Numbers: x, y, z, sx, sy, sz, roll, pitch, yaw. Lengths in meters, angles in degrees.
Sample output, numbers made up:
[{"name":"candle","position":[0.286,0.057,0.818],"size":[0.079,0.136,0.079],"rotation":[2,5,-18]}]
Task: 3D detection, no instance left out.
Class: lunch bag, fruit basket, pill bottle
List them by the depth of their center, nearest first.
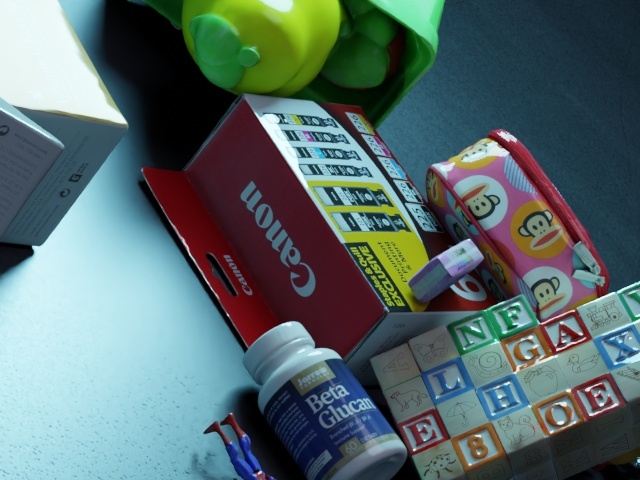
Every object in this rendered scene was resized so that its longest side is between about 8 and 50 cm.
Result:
[{"name":"pill bottle","position":[-0.001,0.162,1.790],"size":[0.094,0.094,0.169],"rotation":[-3,50,-53]},{"name":"lunch bag","position":[0.228,0.039,2.088],"size":[0.258,0.120,0.293],"rotation":[56,-8,23]},{"name":"fruit basket","position":[-0.058,-0.256,2.148],"size":[0.392,0.283,0.392],"rotation":[12,60,-20]}]

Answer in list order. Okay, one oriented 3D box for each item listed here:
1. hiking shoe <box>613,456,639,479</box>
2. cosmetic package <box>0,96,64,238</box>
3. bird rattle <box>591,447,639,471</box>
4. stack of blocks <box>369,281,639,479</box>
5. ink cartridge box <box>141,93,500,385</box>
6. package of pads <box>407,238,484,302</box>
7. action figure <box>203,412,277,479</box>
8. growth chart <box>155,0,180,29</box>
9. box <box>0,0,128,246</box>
[{"name":"hiking shoe","position":[0.410,0.281,2.144],"size":[0.304,0.113,0.132],"rotation":[47,-18,42]},{"name":"cosmetic package","position":[-0.352,-0.048,1.405],"size":[0.224,0.224,0.138],"rotation":[34,2,41]},{"name":"bird rattle","position":[0.320,0.189,2.000],"size":[0.253,0.143,0.207],"rotation":[9,-2,38]},{"name":"stack of blocks","position":[0.219,0.146,1.880],"size":[0.087,0.297,0.171],"rotation":[68,-1,-50]},{"name":"ink cartridge box","position":[0.000,0.000,1.991],"size":[0.272,0.130,0.309],"rotation":[1,47,-50]},{"name":"package of pads","position":[0.127,0.031,1.911],"size":[0.032,0.050,0.083],"rotation":[53,31,6]},{"name":"action figure","position":[-0.062,0.213,1.712],"size":[0.115,0.030,0.038],"rotation":[53,35,13]},{"name":"growth chart","position":[-0.103,-0.275,2.360],"size":[0.237,0.021,0.172],"rotation":[34,38,-17]},{"name":"box","position":[-0.382,-0.140,1.679],"size":[0.345,0.168,0.215],"rotation":[7,42,-46]}]
